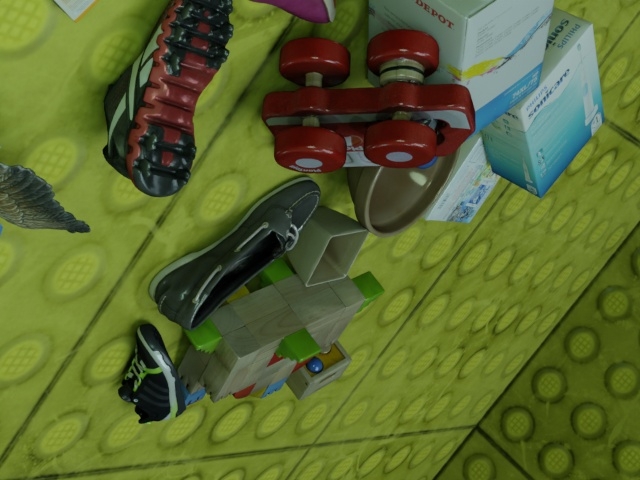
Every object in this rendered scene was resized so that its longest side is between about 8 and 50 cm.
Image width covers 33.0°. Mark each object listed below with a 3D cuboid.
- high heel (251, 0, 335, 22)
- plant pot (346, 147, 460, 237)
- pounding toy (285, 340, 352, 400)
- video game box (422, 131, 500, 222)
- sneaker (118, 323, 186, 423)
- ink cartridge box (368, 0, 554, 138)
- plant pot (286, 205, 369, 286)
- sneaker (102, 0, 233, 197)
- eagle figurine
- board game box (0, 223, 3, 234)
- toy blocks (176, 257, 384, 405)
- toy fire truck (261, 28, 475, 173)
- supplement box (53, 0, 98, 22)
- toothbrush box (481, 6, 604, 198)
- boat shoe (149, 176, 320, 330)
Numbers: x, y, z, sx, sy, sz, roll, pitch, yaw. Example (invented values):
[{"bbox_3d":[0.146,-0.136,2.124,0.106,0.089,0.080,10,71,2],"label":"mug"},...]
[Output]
[{"bbox_3d":[-0.085,-0.338,1.303,0.181,0.127,0.377,-4,173,10],"label":"high heel"},{"bbox_3d":[0.120,-0.132,1.813,0.237,0.109,0.237,-37,148,-28],"label":"plant pot"},{"bbox_3d":[-0.012,0.206,2.084,0.141,0.130,0.100,-26,158,-35],"label":"pounding toy"},{"bbox_3d":[0.294,-0.129,2.141,0.187,0.048,0.205,5,123,-54],"label":"video game box"},{"bbox_3d":[-0.283,0.233,1.762,0.097,0.084,0.235,-21,138,-13],"label":"sneaker"},{"bbox_3d":[0.204,-0.323,1.594,0.197,0.198,0.270,-36,151,-21],"label":"ink cartridge box"},{"bbox_3d":[0.000,0.000,1.842,0.109,0.096,0.109,-11,137,-49],"label":"plant pot"},{"bbox_3d":[-0.194,-0.195,1.315,0.097,0.135,0.276,17,91,-47],"label":"sneaker"},{"bbox_3d":[-0.379,-0.065,1.113,0.225,0.226,0.298,-55,152,-44],"label":"eagle figurine"},{"bbox_3d":[-0.461,0.025,1.296,0.133,0.033,0.169,-4,125,-47],"label":"board game box"},{"bbox_3d":[-0.098,0.185,1.900,0.381,0.191,0.261,-22,156,-37],"label":"toy blocks"},{"bbox_3d":[0.071,-0.167,1.547,0.254,0.302,0.169,48,42,-70],"label":"toy fire truck"},{"bbox_3d":[-0.271,-0.285,1.146,0.062,0.036,0.098,-45,153,-3],"label":"supplement box"},{"bbox_3d":[0.403,-0.254,1.990,0.216,0.126,0.295,-50,148,-12],"label":"toothbrush box"},{"bbox_3d":[-0.113,0.026,1.716,0.335,0.095,0.112,-36,151,-20],"label":"boat shoe"}]
